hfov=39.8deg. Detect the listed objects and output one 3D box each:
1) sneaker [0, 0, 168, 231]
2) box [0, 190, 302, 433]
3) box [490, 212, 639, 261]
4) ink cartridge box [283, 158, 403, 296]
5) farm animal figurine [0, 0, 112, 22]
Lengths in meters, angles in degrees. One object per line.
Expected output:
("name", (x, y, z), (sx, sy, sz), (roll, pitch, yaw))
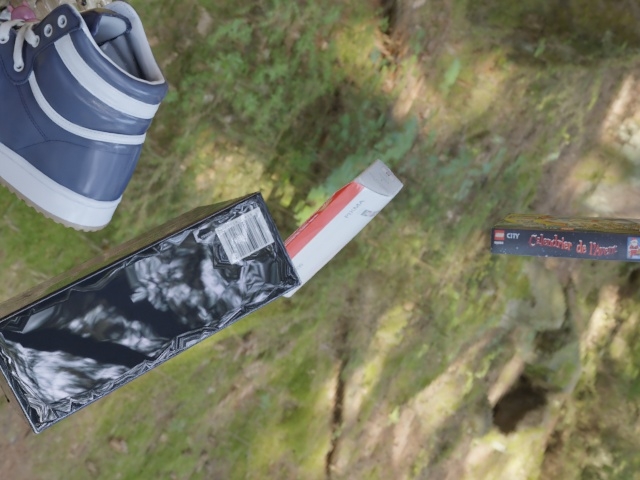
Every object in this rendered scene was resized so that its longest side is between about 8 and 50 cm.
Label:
("sneaker", (-0.242, -0.147, 0.663), (0.153, 0.282, 0.099), (-54, 179, 23))
("box", (-0.176, 0.058, 0.817), (0.261, 0.103, 0.184), (-28, -168, -23))
("box", (0.404, -0.007, 1.426), (0.159, 0.233, 0.044), (-26, 117, -66))
("ink cartridge box", (0.000, 0.000, 1.049), (0.189, 0.066, 0.232), (-44, -177, 20))
("farm animal figurine", (-0.456, -0.405, 1.433), (0.327, 0.330, 0.172), (-67, 144, -62))
